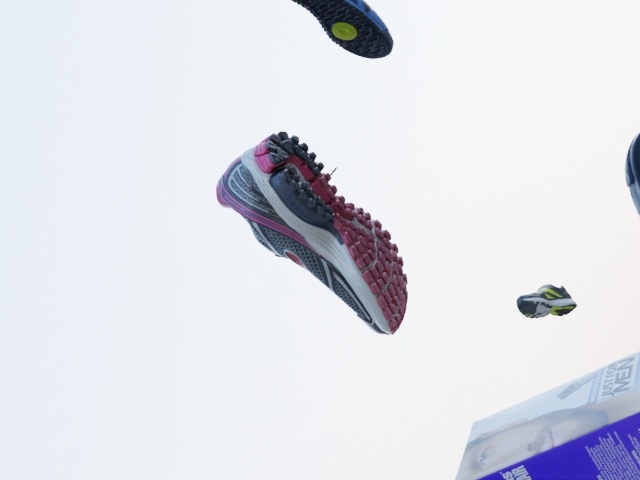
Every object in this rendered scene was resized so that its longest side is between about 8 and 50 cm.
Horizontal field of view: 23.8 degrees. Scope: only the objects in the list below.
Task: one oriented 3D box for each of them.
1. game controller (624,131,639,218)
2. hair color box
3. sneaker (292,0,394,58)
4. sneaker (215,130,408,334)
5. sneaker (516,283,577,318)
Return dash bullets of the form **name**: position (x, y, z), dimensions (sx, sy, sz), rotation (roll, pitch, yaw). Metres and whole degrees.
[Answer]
- **game controller**: position (0.337, 0.045, 1.072), dimensions (0.166, 0.319, 0.067), rotation (-15, -21, -14)
- **hair color box**: position (0.350, 0.255, 1.964), dimensions (0.339, 0.110, 0.185), rotation (-29, 12, 24)
- **sneaker**: position (0.013, -0.297, 1.789), dimensions (0.069, 0.209, 0.082), rotation (-28, 36, 44)
- **sneaker**: position (0.000, 0.000, 1.865), dimensions (0.112, 0.299, 0.121), rotation (-31, 19, 31)
- **sneaker**: position (0.253, 0.068, 1.732), dimensions (0.083, 0.035, 0.031), rotation (5, -43, -35)
